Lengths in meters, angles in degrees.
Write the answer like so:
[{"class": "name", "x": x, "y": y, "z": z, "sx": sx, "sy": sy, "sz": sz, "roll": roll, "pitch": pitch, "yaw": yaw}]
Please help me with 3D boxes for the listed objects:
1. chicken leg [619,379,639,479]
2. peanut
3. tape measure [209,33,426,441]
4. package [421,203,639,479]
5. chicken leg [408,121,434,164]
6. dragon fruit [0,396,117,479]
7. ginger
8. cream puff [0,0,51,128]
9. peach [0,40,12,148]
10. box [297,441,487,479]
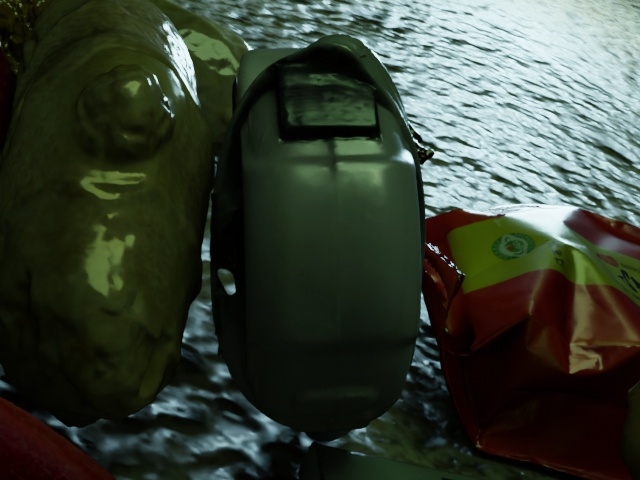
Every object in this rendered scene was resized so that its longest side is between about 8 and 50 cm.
[{"class": "chicken leg", "x": 0.270, "y": 0.155, "z": 0.498, "sx": 0.295, "sy": 0.182, "sz": 0.409, "roll": 37, "pitch": -3, "yaw": -4}, {"class": "peanut", "x": -0.143, "y": -0.158, "z": 0.961, "sx": 0.257, "sy": 0.123, "sz": 0.123, "roll": 31, "pitch": 28, "yaw": 10}, {"class": "tape measure", "x": 0.000, "y": 0.000, "z": 0.626, "sx": 0.120, "sy": 0.236, "sz": 0.197, "roll": -2, "pitch": 0, "yaw": -5}, {"class": "package", "x": 0.241, "y": 0.081, "z": 0.805, "sx": 0.424, "sy": 0.123, "sz": 0.196, "roll": 17, "pitch": 26, "yaw": -10}, {"class": "chicken leg", "x": 0.003, "y": -0.119, "z": 1.069, "sx": 0.219, "sy": 0.048, "sz": 0.089, "roll": 24, "pitch": 24, "yaw": 3}, {"class": "dragon fruit", "x": -0.106, "y": 0.177, "z": 0.390, "sx": 0.212, "sy": 0.134, "sz": 0.262, "roll": 14, "pitch": 42, "yaw": -41}, {"class": "ginger", "x": -0.128, "y": -0.049, "z": 0.677, "sx": 0.126, "sy": 0.189, "sz": 0.354, "roll": 2, "pitch": 36, "yaw": -14}, {"class": "cream puff", "x": -0.216, "y": -0.142, "z": 0.854, "sx": 0.126, "sy": 0.143, "sz": 0.103, "roll": 11, "pitch": 37, "yaw": 28}, {"class": "peach", "x": -0.322, "y": -0.144, "z": 0.769, "sx": 0.154, "sy": 0.158, "sz": 0.267, "roll": -14, "pitch": 46, "yaw": -41}, {"class": "box", "x": 0.077, "y": 0.170, "z": 0.618, "sx": 0.178, "sy": 0.035, "sz": 0.115, "roll": 14, "pitch": 28, "yaw": -15}]
